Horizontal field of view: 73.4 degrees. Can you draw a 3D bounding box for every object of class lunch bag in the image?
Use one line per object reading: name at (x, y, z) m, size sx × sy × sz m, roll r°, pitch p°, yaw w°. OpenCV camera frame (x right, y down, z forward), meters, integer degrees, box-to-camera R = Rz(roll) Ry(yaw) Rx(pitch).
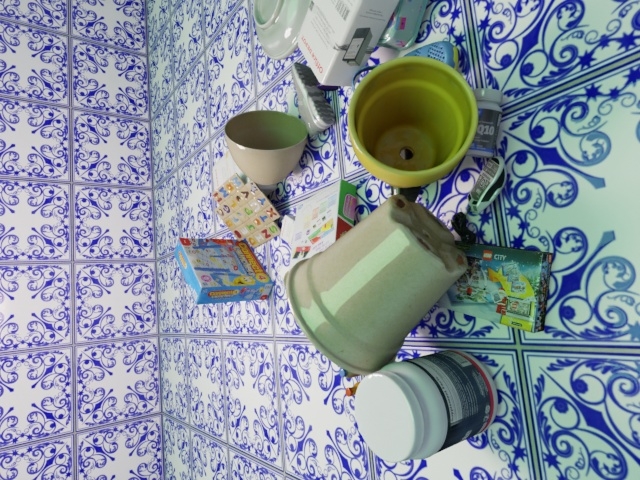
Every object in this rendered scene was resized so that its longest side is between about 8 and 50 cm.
lunch bag at (0.163, -0.636, 1.158) m, size 0.279 × 0.107 × 0.224 m, roll 42°, pitch 128°, yaw 47°

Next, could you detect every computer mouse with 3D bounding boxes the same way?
computer mouse at (0.355, -0.090, 0.939) m, size 0.106 × 0.042 × 0.193 m, roll -93°, pitch 25°, yaw -62°

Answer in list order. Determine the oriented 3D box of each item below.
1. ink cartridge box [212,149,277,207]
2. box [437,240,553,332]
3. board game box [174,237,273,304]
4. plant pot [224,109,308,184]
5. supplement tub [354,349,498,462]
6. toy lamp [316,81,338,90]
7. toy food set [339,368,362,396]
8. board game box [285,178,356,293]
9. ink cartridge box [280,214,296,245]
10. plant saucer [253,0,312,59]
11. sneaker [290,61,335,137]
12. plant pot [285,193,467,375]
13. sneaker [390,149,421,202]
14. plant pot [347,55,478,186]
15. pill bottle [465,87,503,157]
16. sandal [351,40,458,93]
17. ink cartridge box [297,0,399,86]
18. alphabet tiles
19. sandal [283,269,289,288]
ink cartridge box at (-0.318, -0.262, 1.770) m, size 0.306 × 0.131 × 0.226 m, roll -27°, pitch 69°, yaw 51°
box at (0.367, 0.090, 0.929) m, size 0.233 × 0.044 × 0.159 m, roll 11°, pitch 97°, yaw 53°
board game box at (-0.388, 0.114, 1.715) m, size 0.308 × 0.301 × 0.086 m, roll 50°, pitch 127°, yaw 40°
plant pot at (-0.190, -0.311, 1.518) m, size 0.284 × 0.284 × 0.191 m, roll 54°, pitch 150°, yaw 39°
supplement tub at (0.228, 0.347, 0.920) m, size 0.191 × 0.272 × 0.191 m, roll -1°, pitch 89°, yaw 53°
toy lamp at (0.031, -0.624, 1.359) m, size 0.080 × 0.080 × 0.275 m, roll 7°, pitch 95°, yaw 53°
toy food set at (0.113, 0.315, 1.212) m, size 0.111 × 0.104 × 0.232 m, roll 22°, pitch 107°, yaw 51°
board game box at (0.000, 0.000, 1.320) m, size 0.242 × 0.064 × 0.317 m, roll -23°, pitch 53°, yaw 49°
ink cartridge box at (-0.086, -0.029, 1.524) m, size 0.122 × 0.052 × 0.089 m, roll 34°, pitch 115°, yaw 47°
plant saucer at (-0.160, -0.892, 1.598) m, size 0.400 × 0.100 × 0.401 m, roll -2°, pitch 88°, yaw 53°
sneaker at (-0.052, -0.475, 1.441) m, size 0.115 × 0.105 × 0.281 m, roll -40°, pitch 60°, yaw 45°
plant pot at (0.141, 0.076, 0.966) m, size 0.305 × 0.333 × 0.334 m, roll -49°, pitch 52°, yaw 29°
sneaker at (0.194, -0.184, 1.132) m, size 0.130 × 0.087 × 0.228 m, roll -12°, pitch 77°, yaw 54°
plant pot at (0.194, -0.227, 0.949) m, size 0.239 × 0.253 × 0.254 m, roll 47°, pitch -138°, yaw -78°
pill bottle at (0.348, -0.253, 0.932) m, size 0.078 × 0.078 × 0.137 m, roll 20°, pitch 105°, yaw 51°
sandal at (0.197, -0.410, 1.089) m, size 0.317 × 0.138 × 0.126 m, roll -10°, pitch 80°, yaw 51°
ink cartridge box at (0.062, -0.574, 1.114) m, size 0.273 × 0.114 × 0.198 m, roll -56°, pitch 50°, yaw 47°
alphabet tiles at (-0.298, -0.109, 1.701) m, size 0.285 × 0.011 × 0.342 m, roll 53°, pitch 141°, yaw -11°
sandal at (-0.050, 0.153, 1.445) m, size 0.302 × 0.086 × 0.120 m, roll -7°, pitch 84°, yaw 53°
